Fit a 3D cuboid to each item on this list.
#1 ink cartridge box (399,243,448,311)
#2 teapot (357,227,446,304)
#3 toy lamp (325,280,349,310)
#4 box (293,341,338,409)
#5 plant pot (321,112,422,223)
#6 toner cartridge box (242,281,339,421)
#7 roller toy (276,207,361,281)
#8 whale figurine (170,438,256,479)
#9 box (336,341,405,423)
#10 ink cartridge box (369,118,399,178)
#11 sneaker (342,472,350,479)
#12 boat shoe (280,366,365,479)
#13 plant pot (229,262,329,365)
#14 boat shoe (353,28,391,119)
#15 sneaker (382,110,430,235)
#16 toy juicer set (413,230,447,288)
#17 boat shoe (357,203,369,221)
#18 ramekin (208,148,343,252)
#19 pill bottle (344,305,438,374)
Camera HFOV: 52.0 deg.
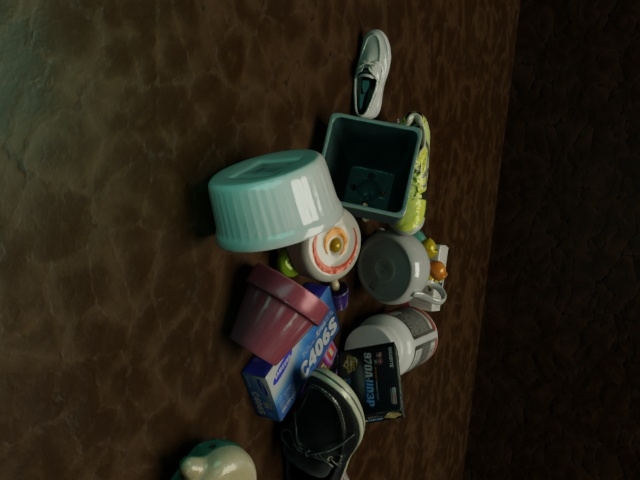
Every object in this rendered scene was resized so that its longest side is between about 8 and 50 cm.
[{"bbox_3d":[0.350,0.123,2.355,0.100,0.171,0.237,10,88,-63],"label":"ink cartridge box"},{"bbox_3d":[0.256,0.081,2.070,0.187,0.252,0.256,-7,91,-48],"label":"teapot"},{"bbox_3d":[0.031,0.081,1.849,0.080,0.080,0.275,-52,141,-44],"label":"toy lamp"},{"bbox_3d":[0.014,0.444,1.929,0.201,0.057,0.293,-65,147,-32],"label":"box"},{"bbox_3d":[0.129,-0.171,1.813,0.252,0.247,0.248,71,32,-77],"label":"plant pot"},{"bbox_3d":[-0.067,0.283,1.719,0.348,0.075,0.165,-53,140,-42],"label":"toner cartridge box"},{"bbox_3d":[0.000,0.000,1.643,0.191,0.146,0.210,10,92,-40],"label":"roller toy"},{"bbox_3d":[-0.270,0.527,1.378,0.272,0.141,0.216,-27,123,-29],"label":"whale figurine"},{"bbox_3d":[0.136,0.399,1.829,0.220,0.175,0.051,-89,163,-44],"label":"box"},{"bbox_3d":[0.203,-0.294,2.092,0.181,0.061,0.104,-64,148,-31],"label":"ink cartridge box"},{"bbox_3d":[0.033,0.741,2.019,0.095,0.104,0.236,61,-1,17],"label":"sneaker"},{"bbox_3d":[-0.004,0.532,1.727,0.156,0.186,0.500,-37,147,-41],"label":"boat shoe"},{"bbox_3d":[-0.109,0.179,1.512,0.180,0.201,0.201,-59,147,-10],"label":"plant pot"},{"bbox_3d":[0.146,-0.483,1.905,0.084,0.095,0.258,-18,112,-64],"label":"boat shoe"},{"bbox_3d":[0.255,-0.206,1.977,0.147,0.145,0.385,51,41,-76],"label":"sneaker"},{"bbox_3d":[0.311,0.008,2.182,0.329,0.089,0.209,62,-3,3],"label":"toy juicer set"},{"bbox_3d":[0.128,-0.125,2.022,0.048,0.042,0.133,-13,109,-34],"label":"boat shoe"},{"bbox_3d":[-0.100,-0.091,1.367,0.277,0.277,0.135,-42,124,-51],"label":"ramekin"},{"bbox_3d":[0.233,0.336,2.153,0.363,0.210,0.210,-2,98,-61],"label":"pill bottle"}]
